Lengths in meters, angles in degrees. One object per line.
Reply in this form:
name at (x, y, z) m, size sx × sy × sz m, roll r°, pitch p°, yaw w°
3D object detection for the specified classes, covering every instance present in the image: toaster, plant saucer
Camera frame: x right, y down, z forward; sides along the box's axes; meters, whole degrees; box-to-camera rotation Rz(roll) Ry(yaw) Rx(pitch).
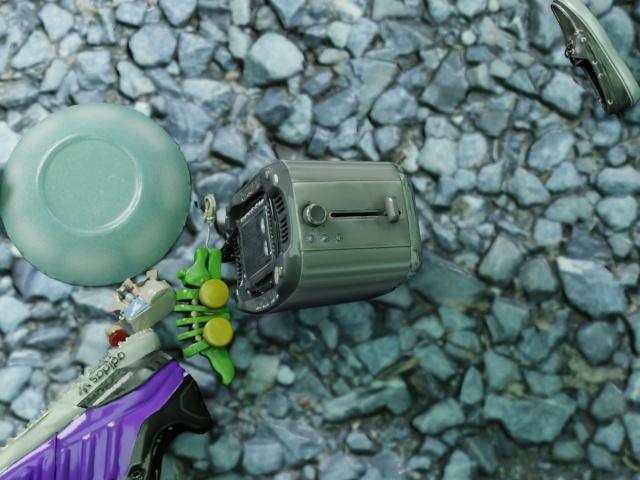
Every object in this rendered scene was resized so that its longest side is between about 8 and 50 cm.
toaster at (0.000, 0.000, 1.355) m, size 0.146 × 0.227 × 0.129 m, roll -3°, pitch 77°, yaw -19°
plant saucer at (-0.229, -0.053, 1.441) m, size 0.195 × 0.037 × 0.195 m, roll 0°, pitch 76°, yaw -1°

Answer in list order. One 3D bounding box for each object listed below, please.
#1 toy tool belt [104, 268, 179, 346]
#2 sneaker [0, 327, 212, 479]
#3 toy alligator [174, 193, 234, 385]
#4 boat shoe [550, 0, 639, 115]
toy tool belt at (-0.184, 0.065, 1.412) m, size 0.083 × 0.052 × 0.051 m, roll -37°, pitch 48°, yaw -12°
sneaker at (-0.221, 0.228, 1.338) m, size 0.293 × 0.102 × 0.146 m, roll -43°, pitch 81°, yaw -10°
toy alligator at (-0.119, 0.049, 1.398) m, size 0.051 × 0.056 × 0.190 m, roll -5°, pitch 82°, yaw -15°
boat shoe at (0.276, -0.193, 1.477) m, size 0.040 × 0.049 × 0.142 m, roll -32°, pitch 81°, yaw -8°
